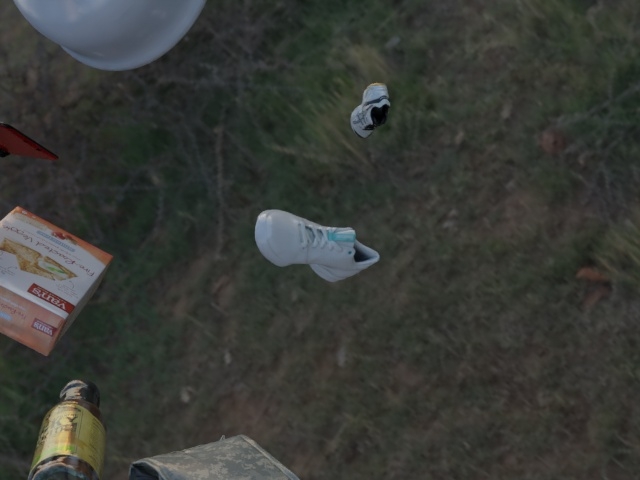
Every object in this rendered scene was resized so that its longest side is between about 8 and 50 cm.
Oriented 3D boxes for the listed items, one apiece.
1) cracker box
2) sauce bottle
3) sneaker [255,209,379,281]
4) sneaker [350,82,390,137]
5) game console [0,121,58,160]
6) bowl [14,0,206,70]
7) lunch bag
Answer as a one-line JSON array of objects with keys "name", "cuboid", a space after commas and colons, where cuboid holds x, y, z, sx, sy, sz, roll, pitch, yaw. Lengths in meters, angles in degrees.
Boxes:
[{"name": "cracker box", "cuboid": [-0.386, 0.048, 1.498, 0.067, 0.156, 0.232, -60, 6, 20]}, {"name": "sauce bottle", "cuboid": [-0.401, 0.327, 1.802, 0.111, 0.111, 0.344, -46, 18, 7]}, {"name": "sneaker", "cuboid": [0.000, 0.000, 1.538, 0.094, 0.212, 0.080, -12, 70, 34]}, {"name": "sneaker", "cuboid": [0.057, -0.138, 1.263, 0.083, 0.032, 0.037, 109, 148, -53]}, {"name": "game console", "cuboid": [-0.419, -0.163, 1.454, 0.085, 0.144, 0.124, -22, 72, 8]}, {"name": "bowl", "cuboid": [-0.263, -0.342, 1.249, 0.298, 0.134, 0.297, 2, 94, 32]}, {"name": "lunch bag", "cuboid": [-0.163, 0.456, 1.888, 0.287, 0.235, 0.169, 44, 126, 38]}]
